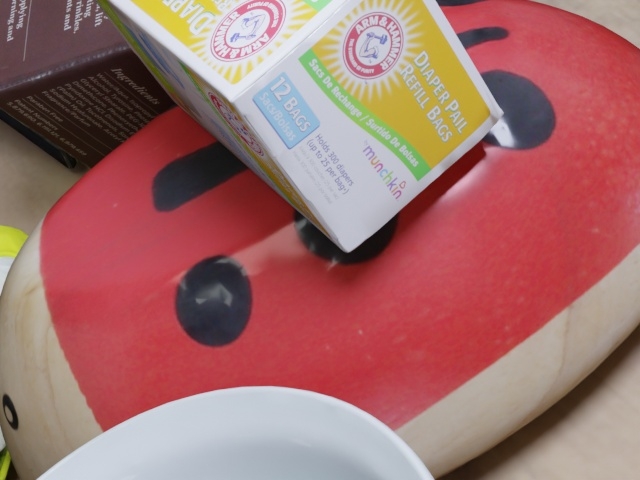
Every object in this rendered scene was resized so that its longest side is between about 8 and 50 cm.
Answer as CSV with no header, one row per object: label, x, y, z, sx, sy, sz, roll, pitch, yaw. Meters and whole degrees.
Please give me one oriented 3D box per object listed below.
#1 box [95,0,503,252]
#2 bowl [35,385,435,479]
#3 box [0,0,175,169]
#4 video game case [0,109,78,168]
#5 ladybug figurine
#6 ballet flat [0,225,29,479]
box,-0.022,-0.101,0.848,0.103,0.114,0.203,-42,40,-5
bowl,-0.046,0.223,0.780,0.298,0.134,0.298,-21,40,19
box,-0.088,-0.152,1.141,0.203,0.167,0.168,-13,59,30
video game case,-0.211,-0.218,1.340,0.275,0.035,0.248,35,73,21
ladybug figurine,0.000,0.000,0.952,0.449,0.162,0.305,-28,38,10
ballet flat,-0.203,0.076,1.093,0.077,0.077,0.231,-41,31,47
